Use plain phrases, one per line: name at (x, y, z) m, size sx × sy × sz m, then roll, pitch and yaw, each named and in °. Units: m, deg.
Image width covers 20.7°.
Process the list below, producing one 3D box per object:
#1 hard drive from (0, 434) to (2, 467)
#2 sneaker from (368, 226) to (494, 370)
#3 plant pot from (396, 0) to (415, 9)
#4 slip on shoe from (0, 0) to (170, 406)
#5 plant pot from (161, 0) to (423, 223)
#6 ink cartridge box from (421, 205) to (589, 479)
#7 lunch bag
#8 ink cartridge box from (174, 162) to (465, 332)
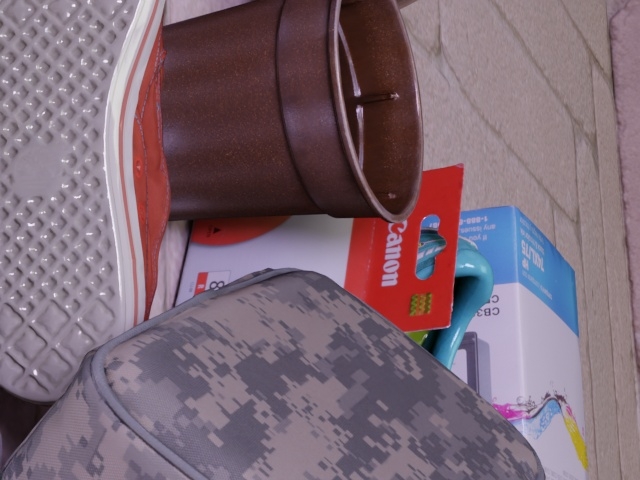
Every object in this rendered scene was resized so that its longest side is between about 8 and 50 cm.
hard drive at (-0.237, 0.031, 0.699) m, size 0.319 × 0.040 × 0.210 m, roll -18°, pitch 100°, yaw -70°
sneaker at (0.018, 0.106, 1.161) m, size 0.107 × 0.110 × 0.275 m, roll 37°, pitch 78°, yaw -27°
plant pot at (0.040, -0.298, 1.331) m, size 0.229 × 0.263 × 0.263 m, roll 63°, pitch 22°, yaw -4°
slip on shoe at (-0.133, -0.077, 0.934) m, size 0.101 × 0.123 × 0.331 m, roll 26°, pitch 62°, yaw -80°
plant pot at (-0.037, -0.084, 1.114) m, size 0.167 × 0.165 × 0.167 m, roll -7°, pitch 90°, yaw -70°
ink cartridge box at (0.086, 0.139, 1.327) m, size 0.197 × 0.198 × 0.270 m, roll 37°, pitch 48°, yaw -64°
lunch bag at (-0.051, 0.178, 0.898) m, size 0.212 × 0.256 × 0.305 m, roll 41°, pitch 21°, yaw 8°
ink cartridge box at (0.000, 0.000, 1.162) m, size 0.045 × 0.179 × 0.145 m, roll 62°, pitch 28°, yaw -45°
